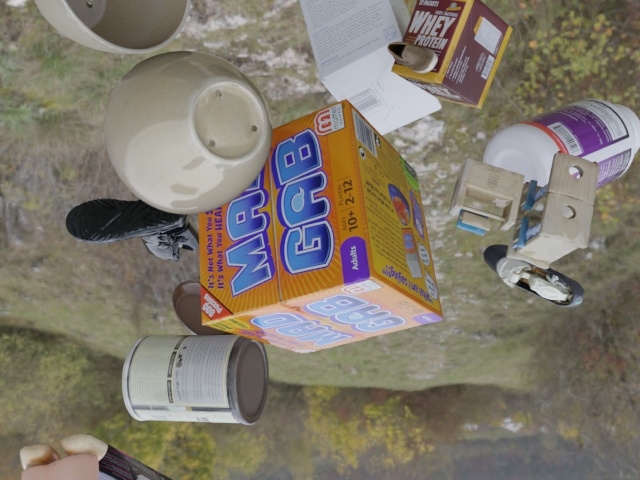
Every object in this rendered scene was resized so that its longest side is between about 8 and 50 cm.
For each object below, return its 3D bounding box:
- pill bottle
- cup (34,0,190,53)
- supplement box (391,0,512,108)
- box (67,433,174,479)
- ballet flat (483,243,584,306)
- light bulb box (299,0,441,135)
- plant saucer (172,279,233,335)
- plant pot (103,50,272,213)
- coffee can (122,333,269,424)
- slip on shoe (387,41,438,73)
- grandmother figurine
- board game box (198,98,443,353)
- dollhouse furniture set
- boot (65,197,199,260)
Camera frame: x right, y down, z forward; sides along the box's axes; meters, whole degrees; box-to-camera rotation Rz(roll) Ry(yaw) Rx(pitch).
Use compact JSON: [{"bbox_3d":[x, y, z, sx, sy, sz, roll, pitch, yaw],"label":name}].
[{"bbox_3d":[0.488,-0.173,1.258,0.323,0.181,0.181,-22,169,-30],"label":"pill bottle"},{"bbox_3d":[-0.479,-0.552,1.358,0.237,0.331,0.331,3,169,41],"label":"cup"},{"bbox_3d":[0.289,-0.419,1.398,0.194,0.191,0.129,13,-169,-47],"label":"supplement box"},{"bbox_3d":[-0.405,0.531,1.257,0.247,0.163,0.142,43,172,-28],"label":"box"},{"bbox_3d":[0.397,0.068,1.206,0.203,0.074,0.074,29,171,23],"label":"ballet flat"},{"bbox_3d":[0.127,-0.526,1.678,0.225,0.361,0.358,-22,155,18],"label":"light bulb box"},{"bbox_3d":[-0.308,0.192,1.682,0.198,0.198,0.036,13,130,-39],"label":"plant saucer"},{"bbox_3d":[-0.190,-0.187,1.055,0.284,0.284,0.191,9,176,-33],"label":"plant pot"},{"bbox_3d":[-0.281,0.315,1.463,0.275,0.201,0.201,-3,161,16],"label":"coffee can"},{"bbox_3d":[0.187,-0.381,1.307,0.041,0.135,0.051,20,108,-36],"label":"slip on shoe"},{"bbox_3d":[-0.320,0.421,0.789,0.208,0.342,0.104,-19,141,7],"label":"grandmother figurine"},{"bbox_3d":[0.000,0.000,1.310,0.356,0.356,0.356,-18,154,24],"label":"board game box"},{"bbox_3d":[0.278,-0.059,0.920,0.183,0.129,0.129,17,163,0],"label":"dollhouse furniture set"},{"bbox_3d":[-0.388,-0.014,1.358,0.246,0.094,0.207,-9,159,-6],"label":"boot"}]
